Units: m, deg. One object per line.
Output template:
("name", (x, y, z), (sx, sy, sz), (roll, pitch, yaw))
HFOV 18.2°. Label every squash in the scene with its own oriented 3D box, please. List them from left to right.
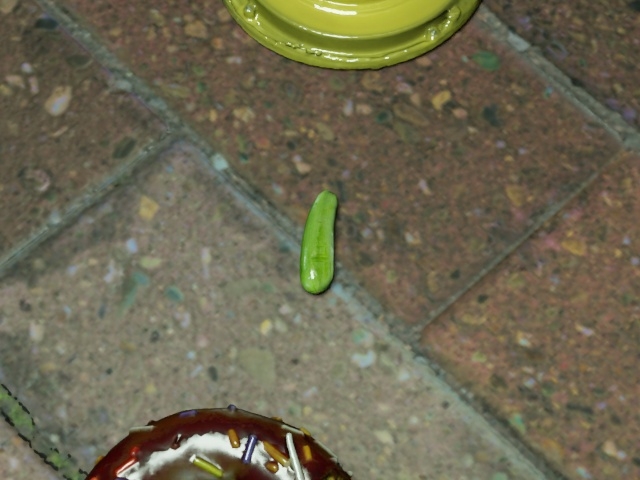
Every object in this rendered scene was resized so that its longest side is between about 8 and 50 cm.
("squash", (-0.001, 0.000, 1.513), (0.027, 0.027, 0.089), (3, 60, 2))

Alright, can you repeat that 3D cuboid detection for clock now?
("clock", (0.026, -0.248, 1.629), (0.237, 0.057, 0.237), (0, 62, 0))

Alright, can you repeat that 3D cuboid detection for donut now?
("donut", (-0.079, 0.212, 1.359), (0.216, 0.096, 0.230), (16, 64, 9))
